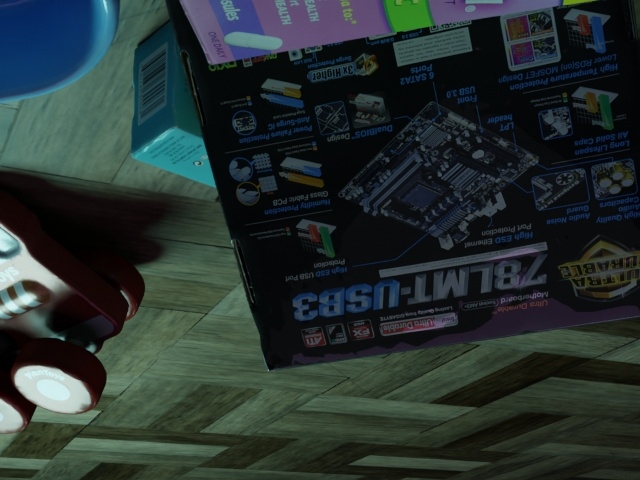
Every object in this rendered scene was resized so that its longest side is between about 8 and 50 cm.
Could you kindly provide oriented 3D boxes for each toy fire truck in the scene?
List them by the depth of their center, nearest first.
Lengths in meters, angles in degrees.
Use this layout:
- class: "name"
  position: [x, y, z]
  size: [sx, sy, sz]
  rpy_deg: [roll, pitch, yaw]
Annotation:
- class: "toy fire truck"
  position: [-0.365, 0.071, 1.134]
  size: [0.302, 0.169, 0.254]
  rpy_deg: [-21, 127, 34]

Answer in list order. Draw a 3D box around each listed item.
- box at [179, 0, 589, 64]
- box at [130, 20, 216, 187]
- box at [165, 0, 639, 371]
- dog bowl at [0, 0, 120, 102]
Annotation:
- class: "box"
  position: [0.033, -0.204, 0.483]
  size: [0.243, 0.117, 0.213]
  rpy_deg: [-9, 158, 5]
- class: "box"
  position: [-0.039, -0.086, 0.841]
  size: [0.244, 0.101, 0.060]
  rpy_deg: [18, 148, -40]
- class: "box"
  position: [0.070, -0.072, 0.689]
  size: [0.295, 0.293, 0.073]
  rpy_deg: [-10, -161, 15]
- class: "dog bowl"
  position: [-0.263, -0.146, 0.625]
  size: [0.297, 0.074, 0.166]
  rpy_deg: [-13, 148, -11]
